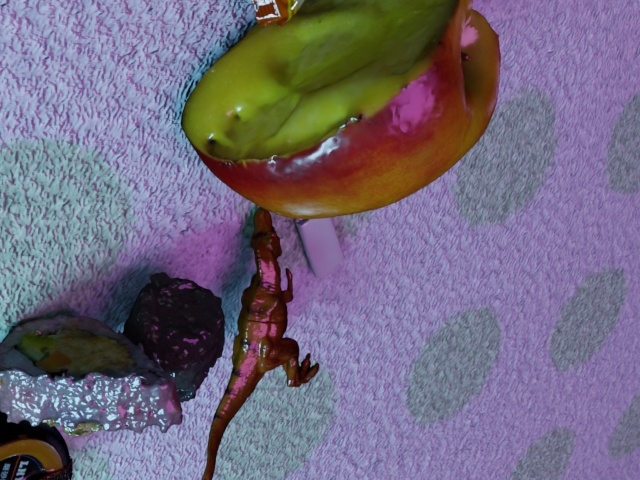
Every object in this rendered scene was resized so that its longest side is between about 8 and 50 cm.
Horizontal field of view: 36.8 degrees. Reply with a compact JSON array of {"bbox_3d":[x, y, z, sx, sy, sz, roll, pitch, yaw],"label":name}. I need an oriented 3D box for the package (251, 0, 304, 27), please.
[{"bbox_3d":[0.001,-0.405,1.147,0.288,0.108,0.223,-38,119,-12],"label":"package"}]

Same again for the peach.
[{"bbox_3d":[0.025,-0.157,1.212,0.242,0.380,0.306,52,52,-46],"label":"peach"}]

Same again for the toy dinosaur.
[{"bbox_3d":[-0.084,0.175,1.406,0.208,0.097,0.432,31,65,-65],"label":"toy dinosaur"}]

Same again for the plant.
[{"bbox_3d":[-0.202,0.142,1.308,0.142,0.131,0.203,-61,170,-46],"label":"plant"}]

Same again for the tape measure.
[{"bbox_3d":[-0.431,0.301,1.223,0.223,0.135,0.202,12,98,-49],"label":"tape measure"}]

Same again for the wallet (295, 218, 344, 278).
[{"bbox_3d":[0.000,0.000,1.497,0.061,0.025,0.122,-36,135,-18],"label":"wallet"}]

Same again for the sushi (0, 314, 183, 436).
[{"bbox_3d":[-0.288,0.166,1.206,0.241,0.161,0.107,1,117,-2],"label":"sushi"}]
